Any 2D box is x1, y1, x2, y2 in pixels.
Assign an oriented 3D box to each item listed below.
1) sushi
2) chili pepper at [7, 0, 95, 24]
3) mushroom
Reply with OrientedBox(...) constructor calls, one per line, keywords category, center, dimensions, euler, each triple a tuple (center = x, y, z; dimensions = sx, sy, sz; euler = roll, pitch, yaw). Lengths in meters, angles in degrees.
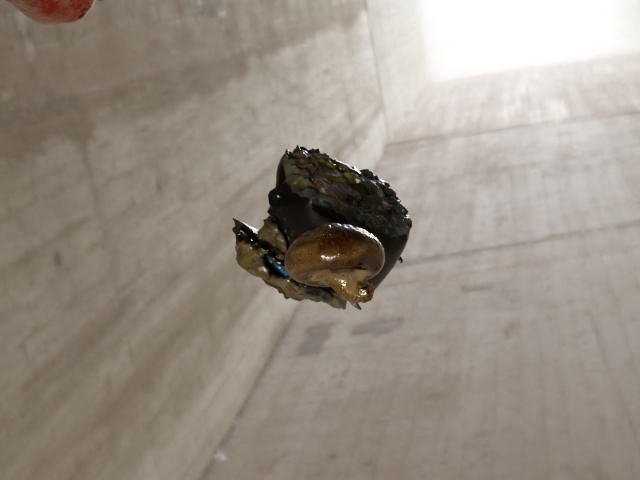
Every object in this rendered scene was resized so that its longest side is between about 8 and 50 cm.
OrientedBox(category="sushi", center=(-0.003, 0.004, 1.582), dimensions=(0.218, 0.238, 0.225), euler=(-47, -173, 26))
OrientedBox(category="chili pepper", center=(-0.228, -0.226, 0.956), dimensions=(0.084, 0.086, 0.192), euler=(-1, 179, 22))
OrientedBox(category="mushroom", center=(0.019, 0.021, 1.314), dimensions=(0.109, 0.085, 0.126), euler=(20, 173, 18))
